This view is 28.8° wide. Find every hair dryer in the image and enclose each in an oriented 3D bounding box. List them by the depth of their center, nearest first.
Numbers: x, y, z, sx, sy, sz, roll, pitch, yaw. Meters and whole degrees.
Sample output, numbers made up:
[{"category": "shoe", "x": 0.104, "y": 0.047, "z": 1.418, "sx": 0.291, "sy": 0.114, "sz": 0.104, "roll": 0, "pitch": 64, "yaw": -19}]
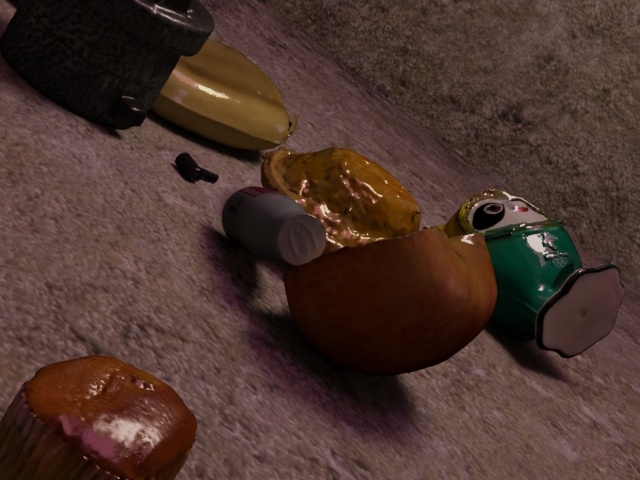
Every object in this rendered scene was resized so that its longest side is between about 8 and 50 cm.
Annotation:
[{"category": "hair dryer", "x": -0.181, "y": -0.102, "z": 1.887, "sx": 0.047, "sy": 0.026, "sz": 0.083, "roll": 49, "pitch": 13, "yaw": 34}]

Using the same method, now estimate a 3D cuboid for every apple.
[{"category": "apple", "x": 0.096, "y": 0.090, "z": 1.593, "sx": 0.293, "sy": 0.251, "sz": 0.163, "roll": 5, "pitch": 68, "yaw": -62}]

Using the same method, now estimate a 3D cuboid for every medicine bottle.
[{"category": "medicine bottle", "x": -0.061, "y": -0.017, "z": 1.651, "sx": 0.090, "sy": 0.090, "sz": 0.217, "roll": 29, "pitch": -2, "yaw": -23}]

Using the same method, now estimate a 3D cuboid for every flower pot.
[{"category": "flower pot", "x": -0.306, "y": -0.340, "z": 1.830, "sx": 0.299, "sy": 0.283, "sz": 0.299, "roll": 34, "pitch": 15, "yaw": -11}]

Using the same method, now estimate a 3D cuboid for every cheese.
[{"category": "cheese", "x": -0.178, "y": -0.250, "z": 2.146, "sx": 0.316, "sy": 0.128, "sz": 0.259, "roll": 17, "pitch": 31, "yaw": -34}]

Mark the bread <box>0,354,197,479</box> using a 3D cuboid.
[{"category": "bread", "x": -0.179, "y": 0.160, "z": 0.983, "sx": 0.132, "sy": 0.114, "sz": 0.190, "roll": 35, "pitch": 10, "yaw": 7}]

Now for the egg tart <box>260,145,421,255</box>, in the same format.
[{"category": "egg tart", "x": 0.049, "y": -0.053, "z": 1.873, "sx": 0.319, "sy": 0.128, "sz": 0.319, "roll": 38, "pitch": 15, "yaw": -13}]

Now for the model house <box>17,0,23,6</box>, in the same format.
[{"category": "model house", "x": -0.459, "y": -0.512, "z": 2.133, "sx": 0.224, "sy": 0.215, "sz": 0.198, "roll": 40, "pitch": 18, "yaw": 15}]

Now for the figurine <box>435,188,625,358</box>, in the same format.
[{"category": "figurine", "x": 0.356, "y": 0.051, "z": 2.234, "sx": 0.323, "sy": 0.231, "sz": 0.340, "roll": -8, "pitch": 32, "yaw": -31}]
